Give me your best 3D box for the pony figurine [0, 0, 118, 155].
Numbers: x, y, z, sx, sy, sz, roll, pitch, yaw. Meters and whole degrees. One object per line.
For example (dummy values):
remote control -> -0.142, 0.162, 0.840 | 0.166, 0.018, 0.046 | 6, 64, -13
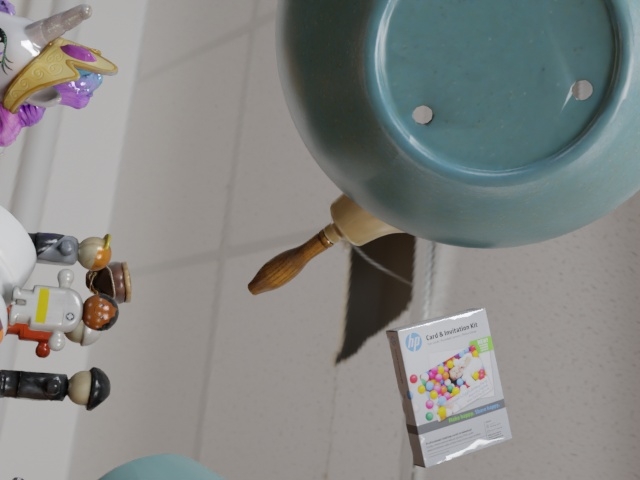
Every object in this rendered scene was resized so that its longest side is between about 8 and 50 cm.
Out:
pony figurine -> -0.378, -0.129, 0.740 | 0.351, 0.363, 0.303 | -53, -167, 35

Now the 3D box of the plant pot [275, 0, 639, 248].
plant pot -> 0.100, -0.117, 0.535 | 0.290, 0.290, 0.195 | -53, -178, 18

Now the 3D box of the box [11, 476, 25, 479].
box -> -0.183, 0.256, 0.611 | 0.116, 0.162, 0.029 | -53, -165, -29

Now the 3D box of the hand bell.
hand bell -> 0.000, 0.000, 1.163 | 0.242, 0.126, 0.126 | -34, -129, 20

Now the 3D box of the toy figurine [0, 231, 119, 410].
toy figurine -> -0.353, 0.106, 1.233 | 0.213, 0.148, 0.209 | -114, -143, -54

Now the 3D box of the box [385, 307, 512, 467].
box -> 0.176, 0.197, 1.226 | 0.038, 0.145, 0.186 | -14, -93, 65

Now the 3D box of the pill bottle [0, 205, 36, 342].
pill bottle -> -0.515, 0.125, 1.060 | 0.224, 0.224, 0.392 | -23, -148, 40

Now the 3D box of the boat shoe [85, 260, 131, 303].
boat shoe -> -0.365, 0.073, 1.541 | 0.207, 0.073, 0.073 | 168, -83, -72

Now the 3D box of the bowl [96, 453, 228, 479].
bowl -> -0.230, 0.415, 1.231 | 0.163, 0.311, 0.311 | 43, -73, 42
